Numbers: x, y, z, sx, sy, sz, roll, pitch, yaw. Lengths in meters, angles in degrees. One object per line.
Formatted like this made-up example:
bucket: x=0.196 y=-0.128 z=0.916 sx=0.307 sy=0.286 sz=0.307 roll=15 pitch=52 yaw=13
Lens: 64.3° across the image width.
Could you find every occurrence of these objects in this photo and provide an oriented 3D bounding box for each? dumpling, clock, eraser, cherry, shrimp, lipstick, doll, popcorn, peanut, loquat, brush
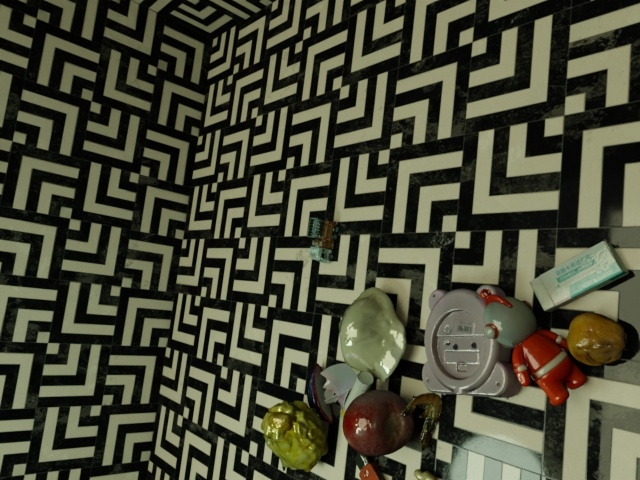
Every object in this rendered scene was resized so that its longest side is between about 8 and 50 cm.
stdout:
dumpling: x=0.182 y=0.327 z=1.757 sx=0.242 sy=0.187 sz=0.319 roll=8 pitch=90 yaw=49
clock: x=0.440 y=0.302 z=1.527 sx=0.295 sy=0.113 sz=0.323 roll=-13 pitch=69 yaw=47
eraser: x=0.679 y=0.097 z=1.349 sx=0.225 sy=0.052 sz=0.096 roll=-39 pitch=55 yaw=35
cherry: x=0.177 y=0.590 z=1.671 sx=0.239 sy=0.239 sz=0.206 roll=-6 pitch=95 yaw=48
shrimp: x=0.306 y=0.565 z=1.588 sx=0.035 sy=0.147 sz=0.195 roll=23 pitch=100 yaw=58
lipstick: x=0.125 y=0.556 z=1.791 sx=0.059 sy=0.059 sz=0.264 roll=60 pitch=147 yaw=39
doll: x=0.539 y=0.264 z=1.347 sx=0.337 sy=0.199 sz=0.105 roll=52 pitch=154 yaw=20
popcorn: x=-0.099 y=0.741 z=1.934 sx=0.252 sy=0.215 sz=0.287 roll=-16 pitch=108 yaw=55
peanut: x=0.327 y=0.744 z=1.600 sx=0.083 sy=0.037 sz=0.037 roll=-6 pitch=76 yaw=46
loquat: x=0.687 y=0.244 z=1.266 sx=0.137 sy=0.113 sz=0.137 roll=-21 pitch=46 yaw=24
brush: x=0.207 y=0.853 z=1.705 sx=0.070 sy=0.051 sz=0.323 roll=-52 pitch=43 yaw=17

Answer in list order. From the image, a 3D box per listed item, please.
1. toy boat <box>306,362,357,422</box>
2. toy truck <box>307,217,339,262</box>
toy boat: x=0.051 y=0.539 z=1.952 sx=0.318 sy=0.071 sz=0.219 roll=-57 pitch=47 yaw=18
toy truck: x=0.001 y=0.000 z=2.108 sx=0.080 sy=0.115 sz=0.178 roll=7 pitch=87 yaw=49
